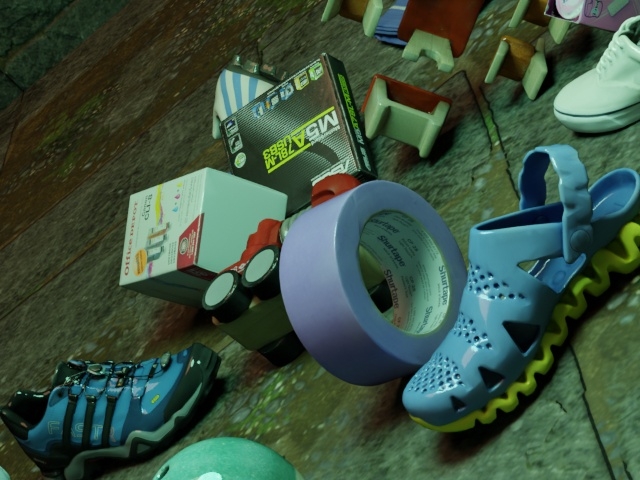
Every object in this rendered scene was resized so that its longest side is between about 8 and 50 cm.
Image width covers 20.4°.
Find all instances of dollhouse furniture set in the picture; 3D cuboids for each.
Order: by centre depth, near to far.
[{"bbox_3d":[0.132,-0.242,2.083,0.135,0.262,0.259,-77,8,-59],"label":"dollhouse furniture set"}]

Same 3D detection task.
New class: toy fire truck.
[{"bbox_3d":[0.000,0.000,2.013,0.217,0.158,0.246,-31,35,31],"label":"toy fire truck"}]

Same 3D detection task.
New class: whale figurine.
[{"bbox_3d":[-0.131,0.270,1.699,0.272,0.141,0.216,-16,35,52],"label":"whale figurine"}]

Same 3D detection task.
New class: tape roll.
[{"bbox_3d":[0.055,0.042,1.733,0.080,0.189,0.189,-23,29,41],"label":"tape roll"}]

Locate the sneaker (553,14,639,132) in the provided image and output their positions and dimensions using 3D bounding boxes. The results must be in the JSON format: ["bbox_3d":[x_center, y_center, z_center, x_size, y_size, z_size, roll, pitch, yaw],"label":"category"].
[{"bbox_3d":[0.328,-0.184,1.808,0.258,0.091,0.094,-19,32,47],"label":"sneaker"}]

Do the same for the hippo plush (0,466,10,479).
[{"bbox_3d":[-0.380,0.353,1.856,0.234,0.236,0.294,-29,25,33],"label":"hippo plush"}]

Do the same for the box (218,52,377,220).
[{"bbox_3d":[-0.032,-0.115,2.267,0.191,0.045,0.184,-31,56,28],"label":"box"}]

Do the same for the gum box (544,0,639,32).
[{"bbox_3d":[0.323,-0.320,1.925,0.062,0.107,0.188,25,104,55],"label":"gum box"}]

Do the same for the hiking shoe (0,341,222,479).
[{"bbox_3d":[-0.252,0.190,2.082,0.304,0.132,0.113,-31,24,28],"label":"hiking shoe"}]

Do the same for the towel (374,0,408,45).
[{"bbox_3d":[0.226,-0.387,2.470,0.336,0.040,0.243,-44,19,-7],"label":"towel"}]

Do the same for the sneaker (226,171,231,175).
[{"bbox_3d":[-0.155,-0.042,2.431,0.221,0.083,0.087,-28,18,28],"label":"sneaker"}]

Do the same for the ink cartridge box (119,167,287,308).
[{"bbox_3d":[-0.147,0.001,2.209,0.176,0.127,0.128,-17,62,51],"label":"ink cartridge box"}]

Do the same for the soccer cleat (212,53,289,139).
[{"bbox_3d":[-0.053,-0.157,2.454,0.331,0.116,0.143,32,107,60],"label":"soccer cleat"}]

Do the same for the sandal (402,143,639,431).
[{"bbox_3d":[0.175,0.033,1.611,0.317,0.138,0.126,-50,24,-12],"label":"sandal"}]
